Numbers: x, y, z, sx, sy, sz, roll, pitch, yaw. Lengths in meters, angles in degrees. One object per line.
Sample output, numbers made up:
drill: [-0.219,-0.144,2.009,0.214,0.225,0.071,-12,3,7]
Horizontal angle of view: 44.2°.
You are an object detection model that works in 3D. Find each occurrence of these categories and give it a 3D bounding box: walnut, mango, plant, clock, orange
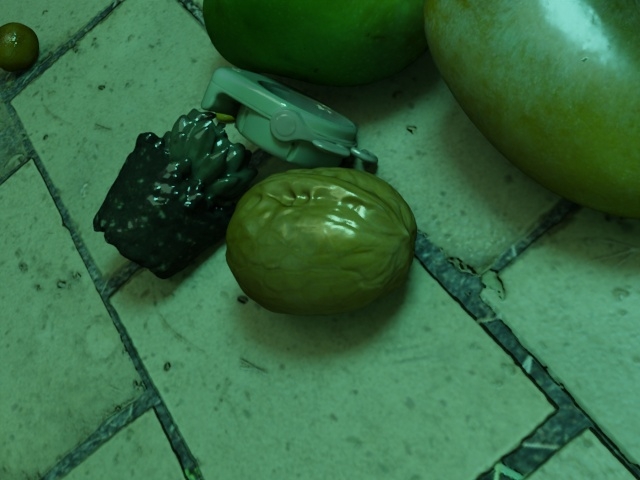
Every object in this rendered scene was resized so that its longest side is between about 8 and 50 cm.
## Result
walnut: [0.000,0.000,0.799,0.207,0.159,0.159,0,62,34]
mango: [-0.003,-0.284,0.931,0.382,0.225,0.201,-5,54,48]
plant: [-0.167,-0.056,0.934,0.194,0.132,0.129,-48,55,-1]
clock: [-0.029,-0.130,0.897,0.191,0.151,0.062,35,108,28]
mango: [0.253,-0.153,0.720,0.221,0.199,0.384,-37,64,-23]
orange: [-0.508,-0.321,1.306,0.085,0.085,0.085,-13,57,21]

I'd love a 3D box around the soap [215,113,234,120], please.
soap: [-0.102,-0.172,1.041,0.089,0.012,0.034,4,64,30]
